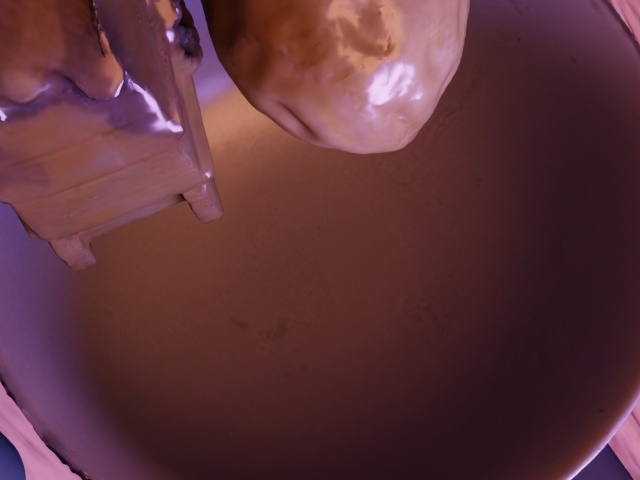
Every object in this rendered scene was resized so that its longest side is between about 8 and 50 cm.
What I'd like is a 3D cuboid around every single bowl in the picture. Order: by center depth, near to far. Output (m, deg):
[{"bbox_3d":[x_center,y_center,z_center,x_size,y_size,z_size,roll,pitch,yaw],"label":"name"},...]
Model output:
[{"bbox_3d":[0.000,0.000,0.732,0.345,0.345,0.157,-44,167,-15],"label":"bowl"}]

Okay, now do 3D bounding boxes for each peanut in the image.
[{"bbox_3d":[-0.024,-0.187,0.637,0.147,0.147,0.319,-4,69,-33],"label":"peanut"}]

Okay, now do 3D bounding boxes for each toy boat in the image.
[{"bbox_3d":[-0.154,-0.200,0.582,0.135,0.162,0.446,-20,98,3],"label":"toy boat"}]

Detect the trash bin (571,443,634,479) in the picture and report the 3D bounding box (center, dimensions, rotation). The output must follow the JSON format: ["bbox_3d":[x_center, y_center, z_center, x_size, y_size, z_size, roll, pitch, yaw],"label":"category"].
[{"bbox_3d":[0.120,0.168,0.894,0.115,0.165,0.225,-44,121,-14],"label":"trash bin"}]

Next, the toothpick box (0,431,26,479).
[{"bbox_3d":[-0.234,0.089,0.659,0.120,0.120,0.184,-45,121,-14],"label":"toothpick box"}]
